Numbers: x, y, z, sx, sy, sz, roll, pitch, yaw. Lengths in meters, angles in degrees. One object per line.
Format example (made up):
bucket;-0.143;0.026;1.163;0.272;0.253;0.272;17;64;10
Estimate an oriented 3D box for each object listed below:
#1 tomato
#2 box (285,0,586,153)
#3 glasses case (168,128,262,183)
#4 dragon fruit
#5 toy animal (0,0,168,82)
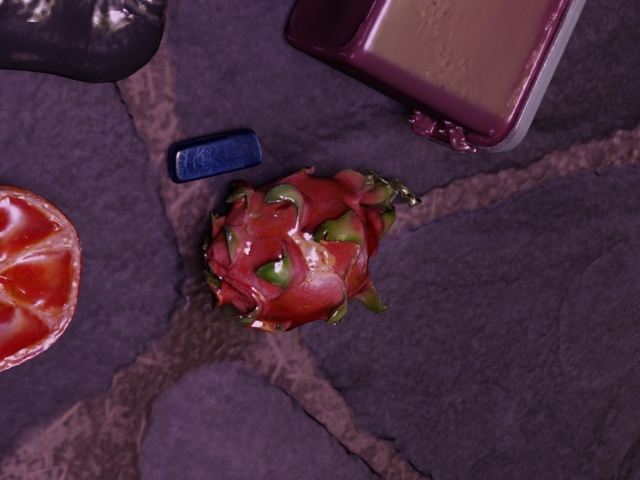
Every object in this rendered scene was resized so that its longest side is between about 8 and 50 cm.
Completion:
tomato;-0.261;0.023;1.129;0.156;0.069;0.155;-8;110;-24
box;0.108;-0.234;1.195;0.167;0.193;0.294;21;94;-28
glasses case;-0.089;-0.072;1.227;0.083;0.023;0.033;-15;108;-28
dragon fruit;0.001;0.004;1.248;0.236;0.135;0.137;-11;106;-46
toy animal;-0.268;-0.174;1.035;0.343;0.106;0.168;-11;133;-23
